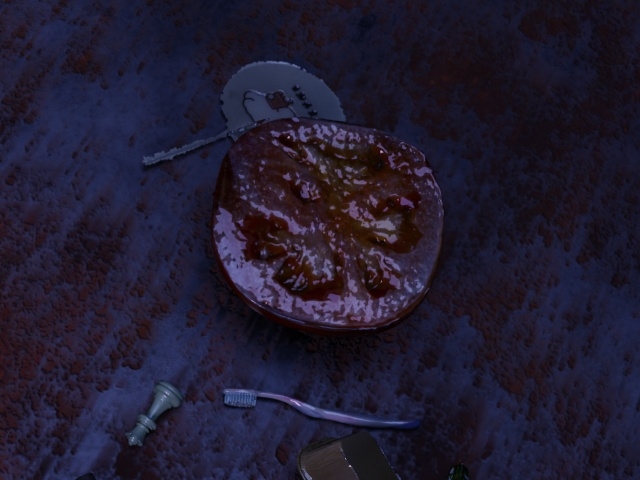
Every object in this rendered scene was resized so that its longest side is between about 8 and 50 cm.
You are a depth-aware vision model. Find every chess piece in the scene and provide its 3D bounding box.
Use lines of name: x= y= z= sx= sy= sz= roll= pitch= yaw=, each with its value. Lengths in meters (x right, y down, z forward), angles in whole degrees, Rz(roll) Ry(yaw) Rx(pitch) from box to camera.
chess piece: x=-0.218 y=0.228 z=1.940 sx=0.042 sy=0.042 sz=0.093 roll=33 pitch=66 yaw=7

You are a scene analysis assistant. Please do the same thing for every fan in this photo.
fan: x=-0.115 y=-0.163 z=2.195 sx=0.329 sy=0.009 sz=0.191 roll=-24 pitch=70 yaw=-26

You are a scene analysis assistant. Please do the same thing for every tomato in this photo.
tomato: x=-0.002 y=0.000 z=2.054 sx=0.338 sy=0.144 sz=0.338 roll=5 pitch=65 yaw=-11

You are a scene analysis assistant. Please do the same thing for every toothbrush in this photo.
toothbrush: x=0.003 y=0.226 z=1.998 sx=0.269 sy=0.021 sz=0.027 roll=10 pitch=72 yaw=-7

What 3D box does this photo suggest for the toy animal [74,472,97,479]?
toy animal: x=-0.359 y=0.374 z=1.789 sx=0.343 sy=0.106 sz=0.168 roll=-25 pitch=68 yaw=-27

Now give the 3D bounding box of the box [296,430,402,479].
box: x=0.045 y=0.325 z=1.913 sx=0.111 sy=0.111 sz=0.177 roll=-25 pitch=73 yaw=-24

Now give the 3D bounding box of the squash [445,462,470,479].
squash: x=0.140 y=0.399 z=1.904 sx=0.066 sy=0.066 sz=0.252 roll=30 pitch=60 yaw=5
